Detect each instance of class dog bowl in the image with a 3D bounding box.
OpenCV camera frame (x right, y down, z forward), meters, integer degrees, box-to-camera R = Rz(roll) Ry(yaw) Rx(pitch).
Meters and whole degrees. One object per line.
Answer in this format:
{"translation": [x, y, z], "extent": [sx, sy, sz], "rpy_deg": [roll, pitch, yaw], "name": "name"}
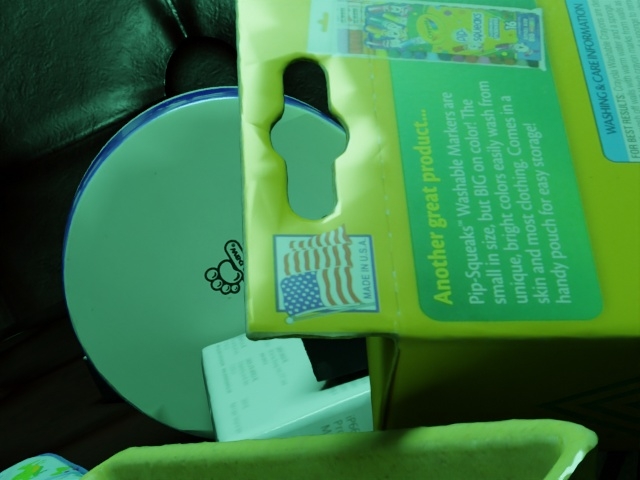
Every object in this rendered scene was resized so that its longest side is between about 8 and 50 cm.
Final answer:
{"translation": [-0.065, 0.015, 1.140], "extent": [0.265, 0.265, 0.104], "rpy_deg": [-26, 10, -2], "name": "dog bowl"}

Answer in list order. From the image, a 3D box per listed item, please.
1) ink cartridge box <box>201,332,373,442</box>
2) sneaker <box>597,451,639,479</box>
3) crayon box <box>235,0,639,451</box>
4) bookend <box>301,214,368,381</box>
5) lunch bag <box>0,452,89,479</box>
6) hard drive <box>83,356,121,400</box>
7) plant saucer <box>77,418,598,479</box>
{"translation": [0.117, 0.069, 0.958], "extent": [0.385, 0.091, 0.308], "rpy_deg": [-19, 7, -4], "name": "ink cartridge box"}
{"translation": [0.225, 0.037, 0.706], "extent": [0.112, 0.121, 0.299], "rpy_deg": [35, 63, 29], "name": "sneaker"}
{"translation": [0.126, -0.017, 0.618], "extent": [0.323, 0.083, 0.203], "rpy_deg": [0, 50, -5], "name": "crayon box"}
{"translation": [0.070, 0.009, 0.880], "extent": [0.156, 0.072, 0.157], "rpy_deg": [-18, 8, 12], "name": "bookend"}
{"translation": [-0.236, 0.223, 0.954], "extent": [0.219, 0.090, 0.176], "rpy_deg": [-29, 10, -23], "name": "lunch bag"}
{"translation": [-0.067, 0.074, 1.489], "extent": [0.237, 0.064, 0.339], "rpy_deg": [-30, 9, -32], "name": "hard drive"}
{"translation": [-0.085, 0.205, 0.499], "extent": [0.333, 0.081, 0.333], "rpy_deg": [-44, 17, -32], "name": "plant saucer"}
